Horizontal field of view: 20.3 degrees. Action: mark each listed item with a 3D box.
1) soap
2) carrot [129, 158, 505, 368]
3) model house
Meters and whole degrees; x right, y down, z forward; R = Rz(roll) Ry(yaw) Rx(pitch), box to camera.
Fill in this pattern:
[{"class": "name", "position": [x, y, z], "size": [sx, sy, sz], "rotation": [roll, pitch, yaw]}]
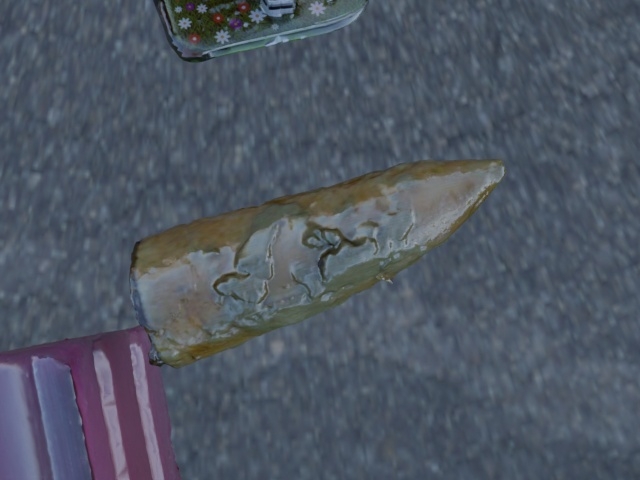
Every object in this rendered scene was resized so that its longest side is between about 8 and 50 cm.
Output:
[{"class": "soap", "position": [-0.163, 0.248, 1.274], "size": [0.128, 0.233, 0.359], "rotation": [-11, 89, 10]}, {"class": "carrot", "position": [0.000, 0.000, 1.177], "size": [0.263, 0.102, 0.102], "rotation": [-22, 116, 12]}, {"class": "model house", "position": [-0.072, -0.336, 1.609], "size": [0.207, 0.294, 0.154], "rotation": [-14, 157, -8]}]
